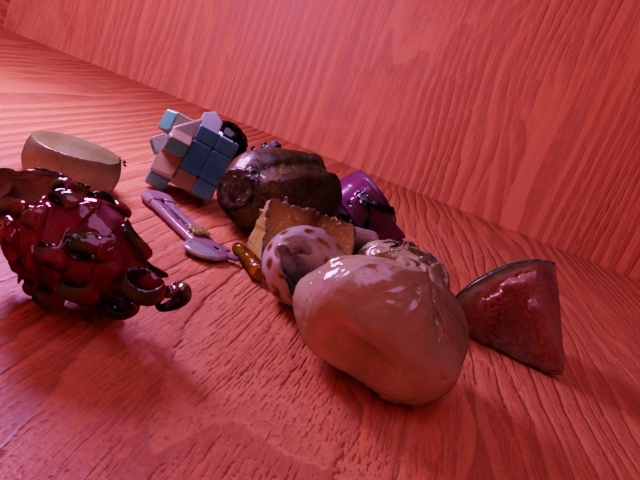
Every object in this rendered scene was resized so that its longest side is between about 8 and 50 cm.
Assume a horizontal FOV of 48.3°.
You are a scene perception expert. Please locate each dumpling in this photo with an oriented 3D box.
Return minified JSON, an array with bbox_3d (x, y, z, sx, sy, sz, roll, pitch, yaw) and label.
[{"bbox_3d":[-0.549,-0.079,1.392,0.332,0.086,0.166,12,-15,-33],"label":"dumpling"}]

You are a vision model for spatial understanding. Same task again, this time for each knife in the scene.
[{"bbox_3d":[-0.326,-0.044,1.681,0.132,0.038,0.398,12,16,-41],"label":"knife"}]

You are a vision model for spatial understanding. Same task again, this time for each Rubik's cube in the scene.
[{"bbox_3d":[-0.357,-0.244,1.950,0.212,0.265,0.224,28,-2,-16],"label":"Rubik's cube"}]

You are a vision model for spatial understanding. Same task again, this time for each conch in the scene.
[{"bbox_3d":[-0.030,0.060,1.499,0.148,0.183,0.275,-4,-18,42],"label":"conch"}]

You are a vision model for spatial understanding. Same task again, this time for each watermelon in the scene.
[{"bbox_3d":[0.495,0.176,1.760,0.293,0.283,0.250,48,32,2],"label":"watermelon"}]

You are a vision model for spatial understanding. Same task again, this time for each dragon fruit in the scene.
[{"bbox_3d":[-0.353,0.036,1.084,0.273,0.198,0.218,49,-8,16],"label":"dragon fruit"}]

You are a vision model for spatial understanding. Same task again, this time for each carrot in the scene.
[{"bbox_3d":[-0.162,0.044,1.594,0.042,0.042,0.170,13,13,-29],"label":"carrot"}]

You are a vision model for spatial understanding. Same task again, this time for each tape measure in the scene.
[{"bbox_3d":[0.133,-0.089,2.180,0.232,0.149,0.245,54,-4,-21],"label":"tape measure"}]

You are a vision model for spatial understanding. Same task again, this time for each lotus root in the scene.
[{"bbox_3d":[-0.117,-0.123,1.884,0.250,0.251,0.346,29,17,30],"label":"lotus root"}]

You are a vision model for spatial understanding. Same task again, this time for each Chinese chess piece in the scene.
[{"bbox_3d":[-0.589,-0.182,1.702,0.237,0.092,0.238,19,13,-5],"label":"Chinese chess piece"}]

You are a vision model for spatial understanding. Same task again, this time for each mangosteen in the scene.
[{"bbox_3d":[-0.351,-0.328,2.479,0.199,0.200,0.200,20,14,-5],"label":"mangosteen"}]

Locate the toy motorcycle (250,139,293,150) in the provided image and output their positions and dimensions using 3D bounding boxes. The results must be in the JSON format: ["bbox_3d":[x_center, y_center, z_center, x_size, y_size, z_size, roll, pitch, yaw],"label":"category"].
[{"bbox_3d":[-0.160,-0.181,2.141,0.205,0.275,0.127,46,-13,5],"label":"toy motorcycle"}]

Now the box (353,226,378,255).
[{"bbox_3d":[0.000,0.000,1.803,0.285,0.142,0.044,14,50,-30],"label":"box"}]

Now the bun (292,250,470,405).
[{"bbox_3d":[0.124,0.129,1.288,0.361,0.213,0.361,28,17,-9],"label":"bun"}]

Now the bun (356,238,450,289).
[{"bbox_3d":[0.205,0.079,1.766,0.259,0.152,0.259,22,15,-6],"label":"bun"}]

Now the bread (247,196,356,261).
[{"bbox_3d":[-0.040,0.024,1.692,0.266,0.142,0.178,15,56,-29],"label":"bread"}]

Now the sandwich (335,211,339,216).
[{"bbox_3d":[-0.059,-0.104,2.204,0.244,0.088,0.090,35,28,32],"label":"sandwich"}]

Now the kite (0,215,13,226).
[{"bbox_3d":[-0.733,-0.074,1.241,0.360,0.022,0.204,18,14,3],"label":"kite"}]
